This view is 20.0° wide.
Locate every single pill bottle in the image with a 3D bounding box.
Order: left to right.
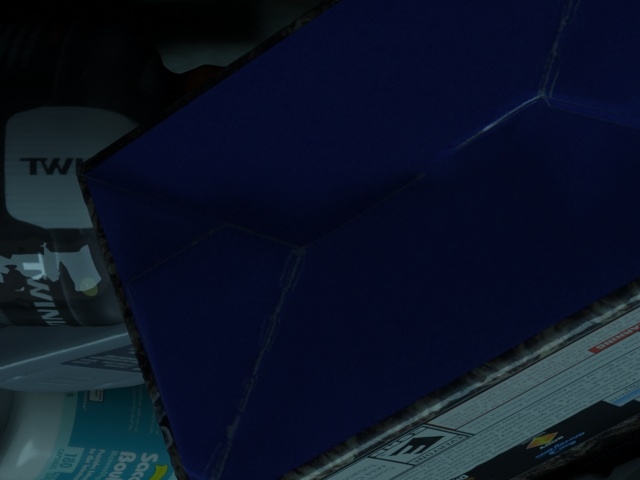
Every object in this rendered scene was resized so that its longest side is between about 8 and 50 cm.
[{"bbox_3d":[-0.143,-0.029,0.759,0.246,0.130,0.130,0,168,7],"label":"pill bottle"},{"bbox_3d":[-0.160,0.145,1.579,0.264,0.146,0.146,8,167,-30],"label":"pill bottle"}]

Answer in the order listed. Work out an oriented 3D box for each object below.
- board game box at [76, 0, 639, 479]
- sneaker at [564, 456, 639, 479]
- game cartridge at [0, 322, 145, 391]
[{"bbox_3d":[0.101,0.007,0.668,0.232,0.141,0.291,-31,155,21],"label":"board game box"},{"bbox_3d":[0.168,0.107,0.614,0.281,0.115,0.105,-36,152,31],"label":"sneaker"},{"bbox_3d":[-0.109,0.053,1.185,0.196,0.060,0.294,-19,171,9],"label":"game cartridge"}]
